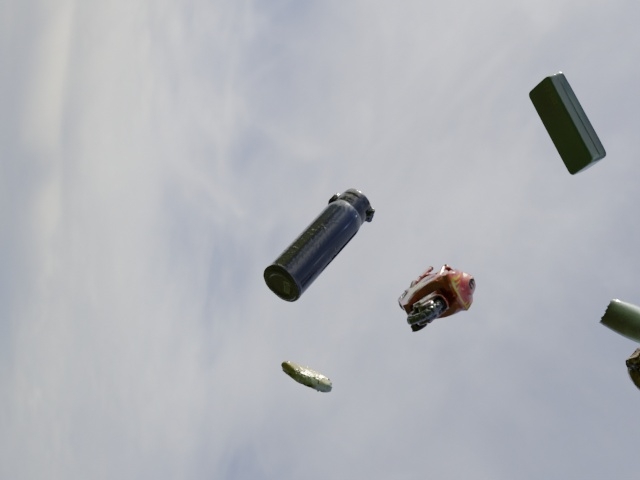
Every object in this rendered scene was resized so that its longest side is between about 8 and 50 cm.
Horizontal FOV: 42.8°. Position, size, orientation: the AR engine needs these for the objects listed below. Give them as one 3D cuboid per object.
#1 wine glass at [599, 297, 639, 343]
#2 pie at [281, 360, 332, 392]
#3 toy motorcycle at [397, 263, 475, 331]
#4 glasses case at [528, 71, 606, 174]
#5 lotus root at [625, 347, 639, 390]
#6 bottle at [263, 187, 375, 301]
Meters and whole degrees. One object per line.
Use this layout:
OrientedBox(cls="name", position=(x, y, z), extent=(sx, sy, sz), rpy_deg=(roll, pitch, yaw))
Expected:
OrientedBox(cls="wine glass", position=(0.560, 0.157, 1.328), extent=(0.198, 0.066, 0.066), rpy_deg=(27, -64, 29))
OrientedBox(cls="pie", position=(-0.021, 0.190, 1.141), extent=(0.084, 0.084, 0.020), rpy_deg=(21, -94, 60))
OrientedBox(cls="toy motorcycle", position=(0.244, 0.119, 1.737), extent=(0.089, 0.171, 0.298), rpy_deg=(54, 4, -4))
OrientedBox(cls="glasses case", position=(0.462, -0.219, 1.536), extent=(0.184, 0.039, 0.078), rpy_deg=(65, -22, 10))
OrientedBox(cls="lotus root", position=(0.666, 0.284, 1.558), extent=(0.191, 0.094, 0.108), rpy_deg=(53, -5, 5))
OrientedBox(cls="bottle", position=(0.000, 0.000, 1.361), extent=(0.082, 0.244, 0.072), rpy_deg=(31, -40, 17))
